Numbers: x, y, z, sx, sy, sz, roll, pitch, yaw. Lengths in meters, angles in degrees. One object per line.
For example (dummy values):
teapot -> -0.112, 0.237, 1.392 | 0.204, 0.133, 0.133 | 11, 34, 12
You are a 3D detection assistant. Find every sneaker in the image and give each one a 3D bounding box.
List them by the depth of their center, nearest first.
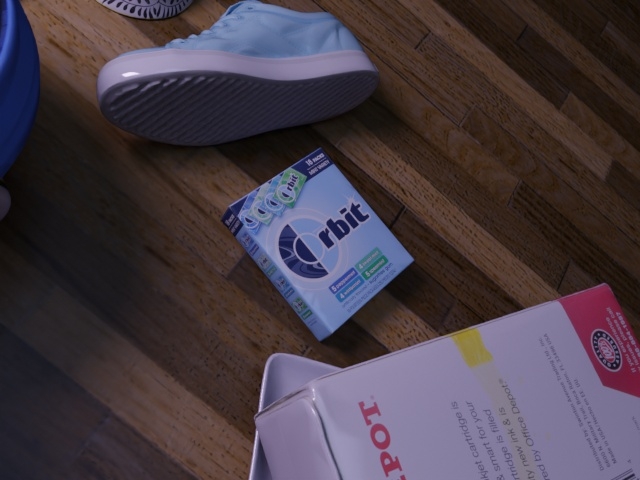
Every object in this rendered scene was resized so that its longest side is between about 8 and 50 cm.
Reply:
sneaker -> -0.105, -0.215, 0.793 | 0.365, 0.135, 0.150 | -12, 65, -38

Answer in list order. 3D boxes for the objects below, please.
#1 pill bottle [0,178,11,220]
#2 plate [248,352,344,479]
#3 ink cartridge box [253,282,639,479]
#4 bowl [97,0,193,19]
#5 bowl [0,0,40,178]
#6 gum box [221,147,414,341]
pill bottle -> -0.375, -0.094, 0.613 | 0.103, 0.103, 0.184 | -23, 78, -31
plate -> 0.046, 0.281, 0.674 | 0.277, 0.045, 0.278 | 17, 61, -17
ink cartridge box -> 0.164, 0.230, 0.630 | 0.384, 0.160, 0.280 | -11, 71, -29
bowl -> -0.228, -0.374, 0.826 | 0.170, 0.080, 0.170 | 11, 62, -21
bowl -> -0.415, -0.146, 0.473 | 0.390, 0.077, 0.392 | 8, 57, -13
gum box -> 0.000, 0.000, 0.783 | 0.157, 0.041, 0.184 | -37, 85, -33
